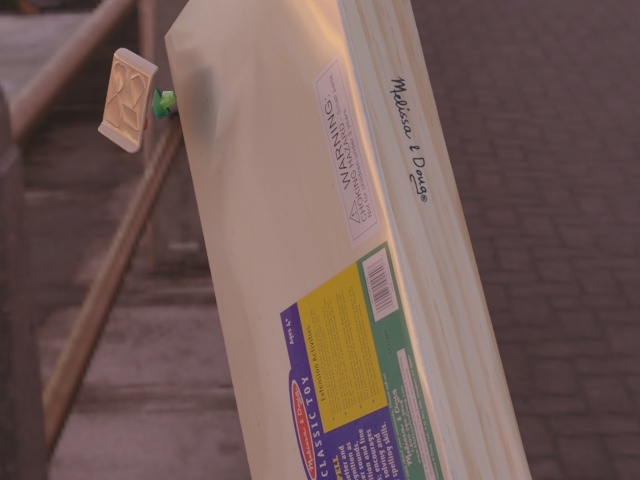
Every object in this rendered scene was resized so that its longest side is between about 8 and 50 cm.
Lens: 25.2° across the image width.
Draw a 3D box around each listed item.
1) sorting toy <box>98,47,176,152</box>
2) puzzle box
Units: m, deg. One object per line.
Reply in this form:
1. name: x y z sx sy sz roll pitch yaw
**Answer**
1. sorting toy: -0.123 -0.091 0.973 0.012 0.062 0.083 5 18 -38
2. puzzle box: 0.000 0.000 0.895 0.052 0.409 0.272 -6 -15 -26
